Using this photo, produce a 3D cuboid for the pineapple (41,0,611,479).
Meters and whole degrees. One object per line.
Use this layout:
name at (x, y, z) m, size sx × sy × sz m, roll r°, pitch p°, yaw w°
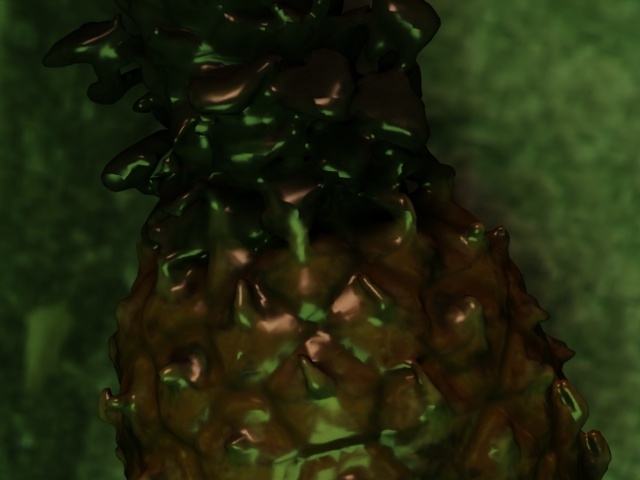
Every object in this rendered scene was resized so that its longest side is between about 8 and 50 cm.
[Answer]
pineapple at (0.000, 0.000, 0.583) m, size 0.157 × 0.158 × 0.279 m, roll -7°, pitch 104°, yaw 11°
